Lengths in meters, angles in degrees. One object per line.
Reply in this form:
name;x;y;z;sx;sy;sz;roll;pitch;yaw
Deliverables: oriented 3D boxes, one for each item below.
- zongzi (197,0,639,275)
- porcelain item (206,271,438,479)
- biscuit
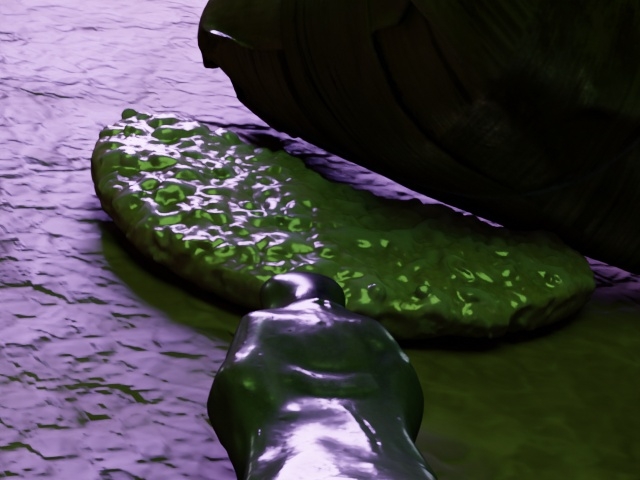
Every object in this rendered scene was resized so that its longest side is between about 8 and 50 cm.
zongzi;0.103;-0.053;0.992;0.300;0.138;0.286;42;-18;-22
porcelain item;-0.001;0.066;0.681;0.081;0.069;0.216;-4;26;-7
biscuit;-0.004;0.000;0.880;0.250;0.032;0.133;19;25;13
